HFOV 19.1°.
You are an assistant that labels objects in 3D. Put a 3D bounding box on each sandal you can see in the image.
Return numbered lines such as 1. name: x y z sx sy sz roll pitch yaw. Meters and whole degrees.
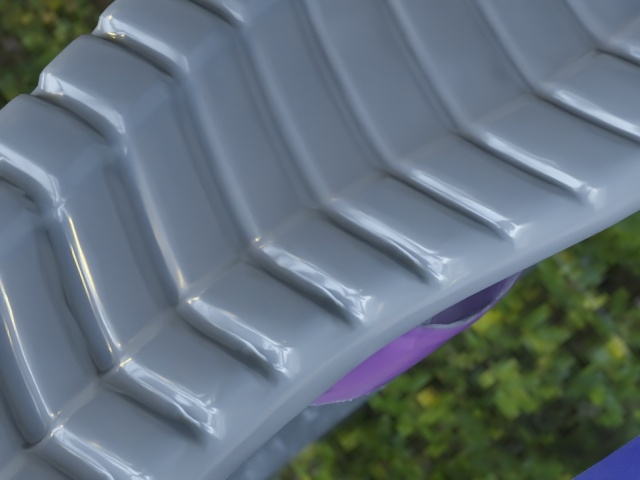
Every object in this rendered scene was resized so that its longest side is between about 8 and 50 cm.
1. sandal: -0.009 -0.011 0.592 0.169 0.416 0.102 49 169 28

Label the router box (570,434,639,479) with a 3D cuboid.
1. router box: 0.131 0.255 0.815 0.301 0.335 0.082 35 -146 -24
